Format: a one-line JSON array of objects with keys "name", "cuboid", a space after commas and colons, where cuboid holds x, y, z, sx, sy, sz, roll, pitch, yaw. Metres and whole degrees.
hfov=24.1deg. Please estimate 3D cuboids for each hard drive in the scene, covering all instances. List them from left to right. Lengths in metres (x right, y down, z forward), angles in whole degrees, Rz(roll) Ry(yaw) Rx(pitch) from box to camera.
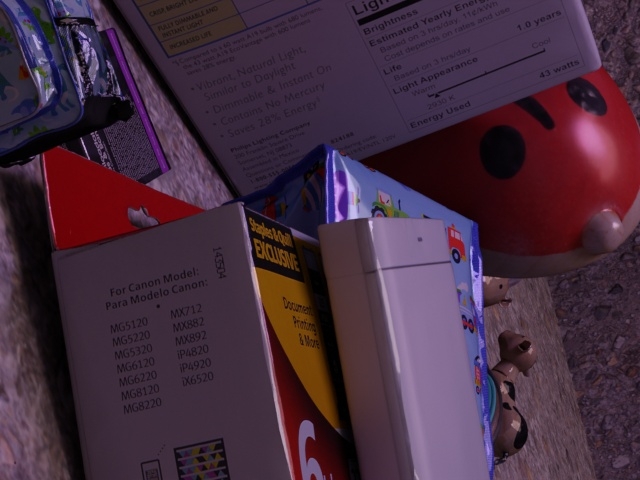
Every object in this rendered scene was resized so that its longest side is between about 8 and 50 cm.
[{"name": "hard drive", "cuboid": [0.075, 0.161, 1.019, 0.233, 0.047, 0.353, -1, 81, -75]}]

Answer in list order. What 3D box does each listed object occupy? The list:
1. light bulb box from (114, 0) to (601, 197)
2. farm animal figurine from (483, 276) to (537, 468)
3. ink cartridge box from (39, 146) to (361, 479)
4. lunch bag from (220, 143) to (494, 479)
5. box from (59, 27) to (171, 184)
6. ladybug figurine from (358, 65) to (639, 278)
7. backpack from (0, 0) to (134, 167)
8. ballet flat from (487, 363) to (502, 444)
[{"name": "light bulb box", "cuboid": [0.011, -0.275, 1.298, 0.225, 0.358, 0.361, -100, 165, -45]}, {"name": "farm animal figurine", "cuboid": [0.182, 0.085, 1.879, 0.327, 0.172, 0.330, -74, 142, -69]}, {"name": "ink cartridge box", "cuboid": [-0.047, 0.075, 0.991, 0.309, 0.130, 0.272, 24, 53, -72]}, {"name": "lunch bag", "cuboid": [0.049, 0.101, 1.261, 0.221, 0.138, 0.293, 24, 46, -44]}, {"name": "box", "cuboid": [-0.158, -0.087, 1.055, 0.162, 0.029, 0.116, -53, 123, -76]}, {"name": "ladybug figurine", "cuboid": [0.144, -0.135, 1.504, 0.449, 0.305, 0.162, 40, -24, 38]}, {"name": "backpack", "cuboid": [-0.176, -0.106, 0.836, 0.084, 0.105, 0.114, -10, 82, -63]}, {"name": "ballet flat", "cuboid": [0.136, 0.155, 1.530, 0.280, 0.095, 0.096, -92, 170, -54]}]
